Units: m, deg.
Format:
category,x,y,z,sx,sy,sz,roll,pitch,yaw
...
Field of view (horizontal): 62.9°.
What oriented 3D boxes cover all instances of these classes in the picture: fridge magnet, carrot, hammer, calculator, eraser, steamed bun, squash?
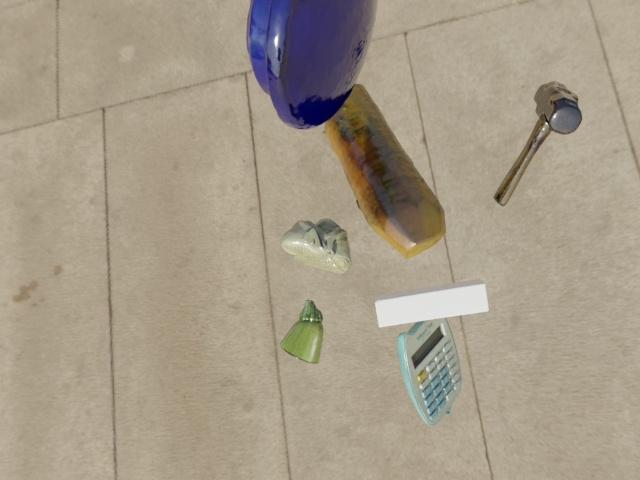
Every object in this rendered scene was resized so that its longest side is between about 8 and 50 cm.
category,x,y,z,sx,sy,sz,roll,pitch,yaw
fridge magnet,-0.003,-0.274,0.667,0.112,0.265,0.265,20,83,20
carrot,0.093,-0.114,0.844,0.114,0.114,0.302,-29,69,5
hammer,0.635,-0.275,1.600,0.095,0.242,0.409,22,125,-1
calculator,0.355,0.403,1.667,0.054,0.256,0.386,-1,117,48
eraser,0.301,0.172,1.440,0.298,0.076,0.078,-10,95,6
steamed bun,-0.001,-0.001,1.651,0.218,0.211,0.144,10,69,22
squash,-0.026,0.209,1.237,0.105,0.105,0.132,23,90,16

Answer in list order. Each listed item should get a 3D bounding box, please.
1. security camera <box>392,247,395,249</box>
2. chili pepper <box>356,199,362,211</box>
category,x,y,z,sx,sy,sz,roll,pitch,yaw
security camera,0.197,-0.022,1.512,0.092,0.058,0.058,42,90,2
chili pepper,0.185,-0.134,1.693,0.110,0.387,0.110,-1,93,-8
